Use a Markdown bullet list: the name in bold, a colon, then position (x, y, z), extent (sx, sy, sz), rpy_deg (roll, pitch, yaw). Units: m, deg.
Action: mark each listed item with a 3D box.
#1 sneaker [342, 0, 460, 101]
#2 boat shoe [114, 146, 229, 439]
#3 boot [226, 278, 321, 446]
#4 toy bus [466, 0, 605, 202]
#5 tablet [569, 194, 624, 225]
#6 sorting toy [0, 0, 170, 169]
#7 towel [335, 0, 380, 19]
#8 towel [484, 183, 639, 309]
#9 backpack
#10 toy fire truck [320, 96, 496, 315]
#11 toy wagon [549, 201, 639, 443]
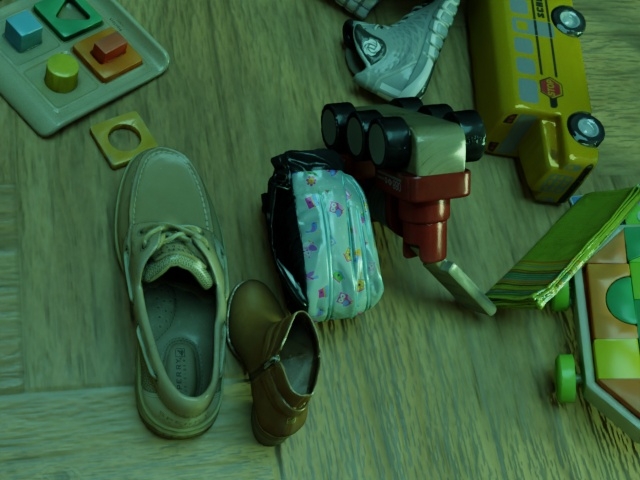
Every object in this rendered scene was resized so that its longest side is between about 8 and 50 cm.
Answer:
- **sneaker**: position (0.101, -0.283, 1.370), extent (0.132, 0.086, 0.228), rpy_deg (22, 59, -1)
- **boat shoe**: position (-0.148, 0.033, 1.101), extent (0.122, 0.110, 0.341), rpy_deg (-3, 63, -18)
- **boot**: position (-0.043, 0.103, 1.067), extent (0.073, 0.152, 0.197), rpy_deg (-6, 63, -19)
- **toy bus**: position (0.278, -0.217, 1.368), extent (0.130, 0.108, 0.332), rpy_deg (7, 60, -13)
- **tablet**: position (0.370, -0.038, 1.354), extent (0.083, 0.006, 0.054), rpy_deg (-6, 63, -20)
- **sorting toy**: position (-0.307, -0.236, 1.244), extent (0.347, 0.047, 0.196), rpy_deg (46, 59, 11)
- **towel**: position (0.043, -0.473, 1.438), extent (0.235, 0.121, 0.283), rpy_deg (31, 58, 2)
- **towel**: position (0.292, 0.005, 1.252), extent (0.237, 0.102, 0.021), rpy_deg (-41, 111, -29)
- **backpack**: position (0.000, 0.000, 1.145), extent (0.115, 0.152, 0.181), rpy_deg (-10, 77, -5)
- **toy fire truck**: position (0.110, -0.034, 1.196), extent (0.159, 0.217, 0.246), rpy_deg (-7, 106, -20)
- **toy wagon**: position (0.407, 0.070, 1.218), extent (0.267, 0.068, 0.344), rpy_deg (-1, 60, 6)
